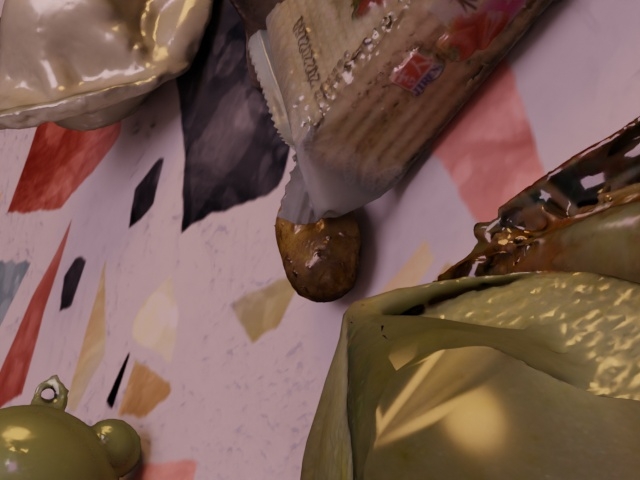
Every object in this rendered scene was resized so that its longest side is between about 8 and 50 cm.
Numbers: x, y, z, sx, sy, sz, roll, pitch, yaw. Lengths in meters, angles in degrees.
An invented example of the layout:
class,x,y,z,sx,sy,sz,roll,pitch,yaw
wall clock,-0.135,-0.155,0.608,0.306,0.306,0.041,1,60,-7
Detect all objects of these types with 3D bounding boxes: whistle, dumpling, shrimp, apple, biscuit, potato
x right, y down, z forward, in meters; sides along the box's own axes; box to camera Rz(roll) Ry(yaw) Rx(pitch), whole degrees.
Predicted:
class,x,y,z,sx,sy,sz,roll,pitch,yaw
whistle,-0.197,0.223,0.849,0.106,0.131,0.288,109,170,-72
dumpling,-0.159,-0.176,1.082,0.179,0.131,0.252,-2,45,37
shrimp,0.138,-0.015,0.535,0.267,0.061,0.145,-28,39,52
apple,0.073,0.112,0.444,0.207,0.173,0.188,-56,11,21
biscuit,0.070,-0.162,0.725,0.309,0.079,0.186,-49,36,30
potato,0.000,0.000,0.760,0.051,0.040,0.083,-36,41,23

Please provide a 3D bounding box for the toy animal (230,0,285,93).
class,x,y,z,sx,sy,sz,roll,pitch,yaw
toy animal,-0.031,-0.236,0.906,0.169,0.121,0.233,123,143,-49
